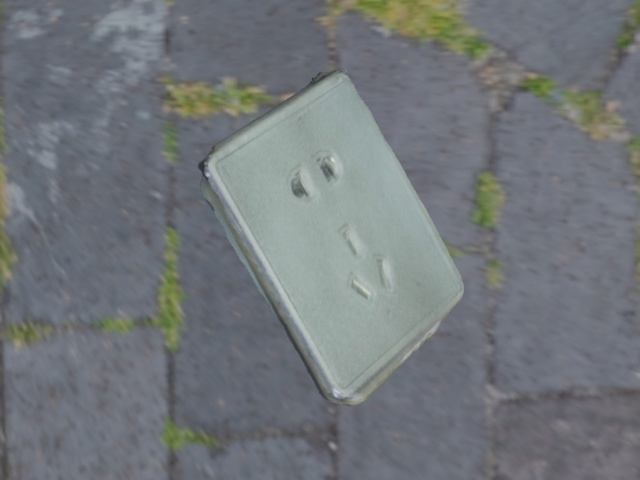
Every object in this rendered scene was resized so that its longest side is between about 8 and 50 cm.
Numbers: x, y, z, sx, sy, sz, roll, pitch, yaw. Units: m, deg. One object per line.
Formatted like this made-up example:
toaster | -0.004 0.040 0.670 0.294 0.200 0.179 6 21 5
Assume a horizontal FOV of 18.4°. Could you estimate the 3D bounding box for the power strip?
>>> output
power strip | 0.000 0.000 1.456 0.198 0.064 0.213 -37 102 -50
